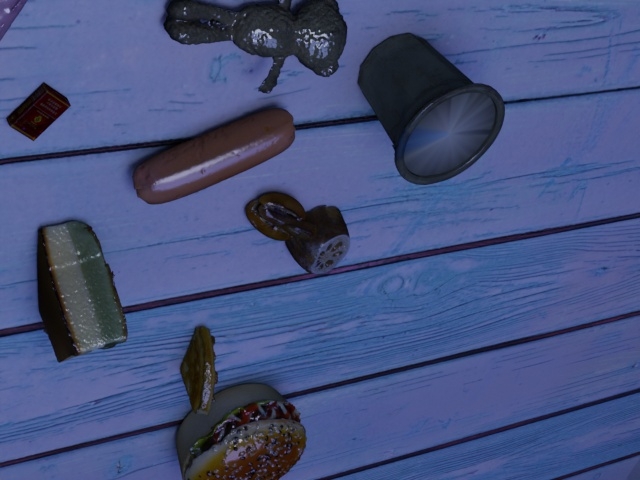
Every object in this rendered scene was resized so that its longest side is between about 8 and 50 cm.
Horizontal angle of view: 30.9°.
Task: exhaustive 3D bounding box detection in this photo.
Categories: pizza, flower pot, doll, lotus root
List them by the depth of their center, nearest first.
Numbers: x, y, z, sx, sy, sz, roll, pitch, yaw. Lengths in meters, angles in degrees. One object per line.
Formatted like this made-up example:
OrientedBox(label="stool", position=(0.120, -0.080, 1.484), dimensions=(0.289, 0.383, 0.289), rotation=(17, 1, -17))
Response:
OrientedBox(label="doll", position=(-0.090, -0.314, 1.775), dimensions=(0.286, 0.091, 0.203), rotation=(-28, 111, -24))
OrientedBox(label="flower pot", position=(0.175, -0.232, 1.962), dimensions=(0.212, 0.203, 0.212), rotation=(-19, 140, -17))
OrientedBox(label="lotus root", position=(0.003, -0.001, 2.211), dimensions=(0.112, 0.081, 0.122), rotation=(-14, 140, -35))
OrientedBox(label="pizza", position=(-0.236, 0.254, 2.298), dimensions=(0.046, 0.134, 0.175), rotation=(3, 95, -26))

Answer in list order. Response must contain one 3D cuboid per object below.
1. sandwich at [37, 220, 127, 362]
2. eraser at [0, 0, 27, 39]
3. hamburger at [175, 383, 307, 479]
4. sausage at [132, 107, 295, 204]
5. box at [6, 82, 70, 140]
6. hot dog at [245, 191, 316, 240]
OrientedBox(label="sandwich", position=(-0.421, 0.088, 1.977), dimensions=(0.108, 0.220, 0.186), rotation=(-16, 177, -26))
OrientedBox(label="eraser", position=(-0.550, -0.242, 1.392), dimensions=(0.359, 0.122, 0.272), rotation=(-59, 140, -5))
OrientedBox(label="hamburger", position=(-0.172, 0.449, 2.504), dimensions=(0.300, 0.176, 0.300), rotation=(-21, 143, -17))
OrientedBox(label="sausage", position=(-0.174, -0.138, 1.913), dimensions=(0.289, 0.086, 0.086), rotation=(-26, 143, -12))
OrientedBox(label="box", position=(-0.419, -0.191, 1.724), dimensions=(0.082, 0.023, 0.051), rotation=(-41, 142, 11))
OrientedBox(label="hot dog", position=(-0.070, -0.037, 2.114), dimensions=(0.090, 0.060, 0.140), rotation=(-43, 136, 12))
